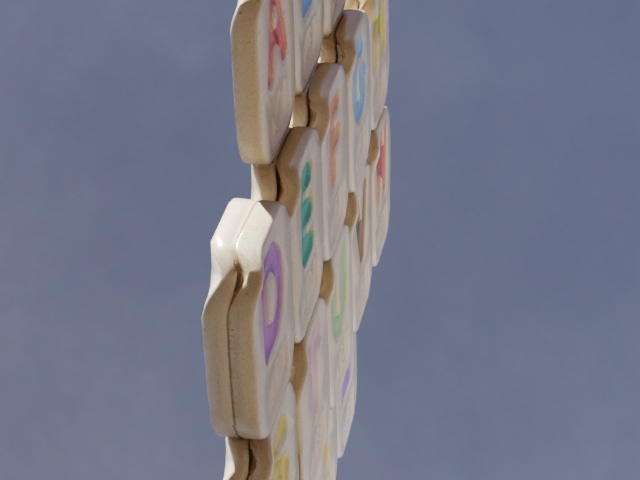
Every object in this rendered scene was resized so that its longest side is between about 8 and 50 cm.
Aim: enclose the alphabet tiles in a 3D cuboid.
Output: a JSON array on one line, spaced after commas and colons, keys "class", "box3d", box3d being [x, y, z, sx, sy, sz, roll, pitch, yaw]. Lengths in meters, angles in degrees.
[{"class": "alphabet tiles", "box3d": [0.000, 0.000, 0.597, 0.021, 0.284, 0.278, 3, -60, 10]}]
